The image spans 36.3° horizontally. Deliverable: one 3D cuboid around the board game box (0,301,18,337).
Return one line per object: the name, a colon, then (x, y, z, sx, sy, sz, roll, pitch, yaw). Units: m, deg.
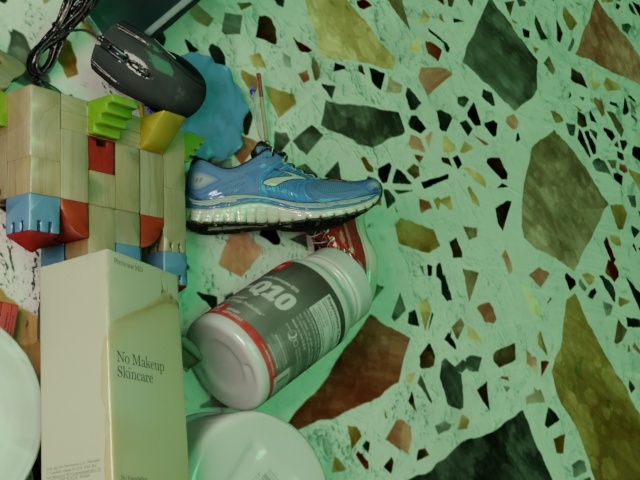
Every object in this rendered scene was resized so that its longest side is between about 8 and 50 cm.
board game box: (-0.480, 0.202, 1.244, 0.145, 0.027, 0.281, 17, 64, -32)

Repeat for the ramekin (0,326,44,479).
ramekin: (-0.475, 0.216, 1.140, 0.273, 0.127, 0.272, 15, 65, -34)

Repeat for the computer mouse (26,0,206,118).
computer mouse: (-0.309, -0.242, 1.472, 0.262, 0.060, 0.184, 39, 95, -25)

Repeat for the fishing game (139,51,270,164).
fishing game: (-0.197, -0.218, 1.626, 0.264, 0.041, 0.189, -3, 82, -43)

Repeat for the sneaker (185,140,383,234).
sneaker: (-0.057, -0.092, 1.568, 0.330, 0.130, 0.147, -1, 81, -16)

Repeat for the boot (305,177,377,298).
boot: (0.000, 0.000, 1.672, 0.176, 0.088, 0.244, 7, 62, -36)

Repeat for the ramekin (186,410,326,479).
ramekin: (-0.119, 0.376, 1.396, 0.277, 0.135, 0.277, 15, 65, -34)

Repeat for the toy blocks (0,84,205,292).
toy blocks: (-0.320, -0.050, 1.365, 0.381, 0.191, 0.261, 12, 72, -54)

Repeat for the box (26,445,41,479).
box: (-0.321, 0.282, 1.299, 0.158, 0.093, 0.156, -7, 78, -41)

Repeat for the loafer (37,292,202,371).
loafer: (-0.290, 0.143, 1.391, 0.251, 0.094, 0.087, 23, 84, -20)

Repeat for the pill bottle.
pill bottle: (-0.057, 0.128, 1.524, 0.283, 0.161, 0.161, -33, 95, -42)

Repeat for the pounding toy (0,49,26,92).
pounding toy: (-0.559, -0.257, 1.329, 0.269, 0.155, 0.154, 35, 26, -35)

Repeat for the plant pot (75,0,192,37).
plant pot: (-0.251, -0.481, 1.555, 0.248, 0.247, 0.252, 55, 39, -8)

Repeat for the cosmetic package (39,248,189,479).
cosmetic package: (-0.257, 0.184, 1.219, 0.160, 0.113, 0.309, 27, 53, -60)
